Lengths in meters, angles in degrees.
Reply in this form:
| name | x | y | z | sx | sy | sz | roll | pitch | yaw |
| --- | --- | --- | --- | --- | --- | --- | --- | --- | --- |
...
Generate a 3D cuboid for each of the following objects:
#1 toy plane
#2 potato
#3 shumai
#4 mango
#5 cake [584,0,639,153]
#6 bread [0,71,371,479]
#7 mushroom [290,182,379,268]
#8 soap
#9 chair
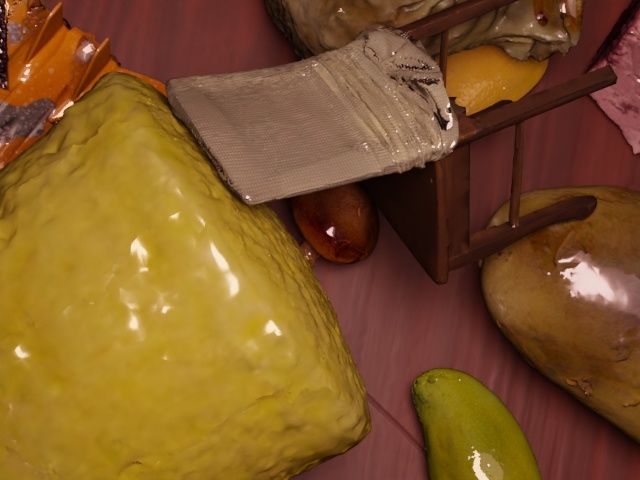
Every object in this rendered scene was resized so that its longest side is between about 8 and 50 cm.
| name | x | y | z | sx | sy | sz | roll | pitch | yaw |
| --- | --- | --- | --- | --- | --- | --- | --- | --- | --- |
| toy plane | -0.286 | -0.056 | 1.446 | 0.204 | 0.103 | 0.316 | 37 | 83 | 1 |
| potato | 0.277 | 0.061 | 1.470 | 0.307 | 0.173 | 0.210 | 28 | 79 | -5 |
| shumai | 0.090 | -0.208 | 1.478 | 0.260 | 0.225 | 0.222 | -27 | 122 | 24 |
| mango | 0.132 | 0.184 | 1.477 | 0.091 | 0.074 | 0.165 | -29 | 86 | -10 |
| cake | 0.360 | -0.221 | 1.568 | 0.116 | 0.113 | 0.295 | 38 | 72 | -3 |
| bread | -0.157 | 0.070 | 1.334 | 0.307 | 0.348 | 0.348 | -31 | 86 | 0 |
| mushroom | 0.008 | 0.000 | 1.493 | 0.088 | 0.072 | 0.130 | 21 | 82 | -46 |
| soap | 0.133 | -0.141 | 1.551 | 0.089 | 0.033 | 0.168 | 43 | 78 | 7 |
| chair | 0.053 | -0.069 | 1.337 | 0.319 | 0.186 | 0.160 | -21 | 52 | -17 |
